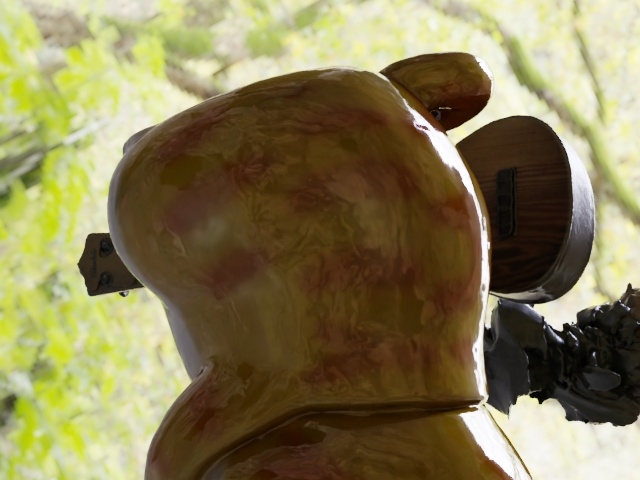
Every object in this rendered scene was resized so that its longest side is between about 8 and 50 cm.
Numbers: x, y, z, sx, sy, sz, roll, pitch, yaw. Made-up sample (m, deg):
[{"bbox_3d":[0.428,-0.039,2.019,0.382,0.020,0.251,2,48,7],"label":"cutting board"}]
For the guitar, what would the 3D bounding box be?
[{"bbox_3d":[0.000,0.001,0.815,0.038,0.271,0.083,30,56,-57],"label":"guitar"}]

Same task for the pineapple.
[{"bbox_3d":[0.208,0.083,1.248,0.237,0.111,0.119,-4,25,-34],"label":"pineapple"}]

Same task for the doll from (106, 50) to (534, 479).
[{"bbox_3d":[0.004,0.058,0.684,0.166,0.162,0.269,36,47,-80],"label":"doll"}]
